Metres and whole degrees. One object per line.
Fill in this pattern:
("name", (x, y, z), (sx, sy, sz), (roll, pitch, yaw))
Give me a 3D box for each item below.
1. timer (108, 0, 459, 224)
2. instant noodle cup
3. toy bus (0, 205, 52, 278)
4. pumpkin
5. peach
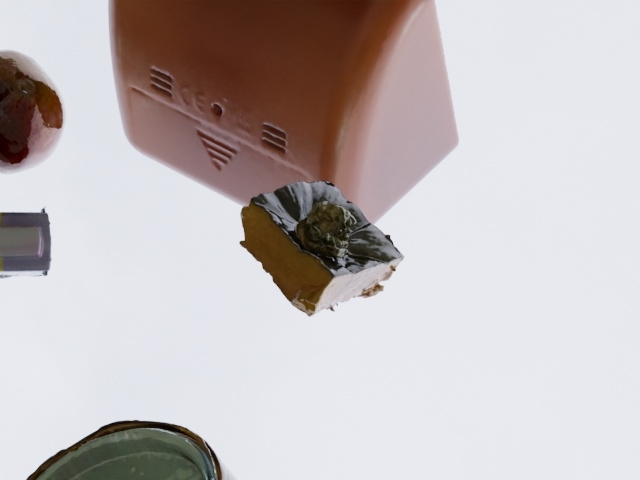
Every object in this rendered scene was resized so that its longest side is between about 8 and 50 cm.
("timer", (-0.035, -0.150, 1.122), (0.257, 0.250, 0.161), (28, -123, 21))
("instant noodle cup", (-0.119, 0.243, 1.050), (0.216, 0.172, 0.215), (-15, -141, 12))
("toy bus", (-0.247, 0.002, 1.076), (0.058, 0.102, 0.052), (-12, -101, 63))
("pumpkin", (0.000, 0.000, 0.844), (0.074, 0.083, 0.054), (46, -58, 20))
("peach", (-0.245, -0.100, 1.128), (0.101, 0.101, 0.100), (-5, -102, 22))
